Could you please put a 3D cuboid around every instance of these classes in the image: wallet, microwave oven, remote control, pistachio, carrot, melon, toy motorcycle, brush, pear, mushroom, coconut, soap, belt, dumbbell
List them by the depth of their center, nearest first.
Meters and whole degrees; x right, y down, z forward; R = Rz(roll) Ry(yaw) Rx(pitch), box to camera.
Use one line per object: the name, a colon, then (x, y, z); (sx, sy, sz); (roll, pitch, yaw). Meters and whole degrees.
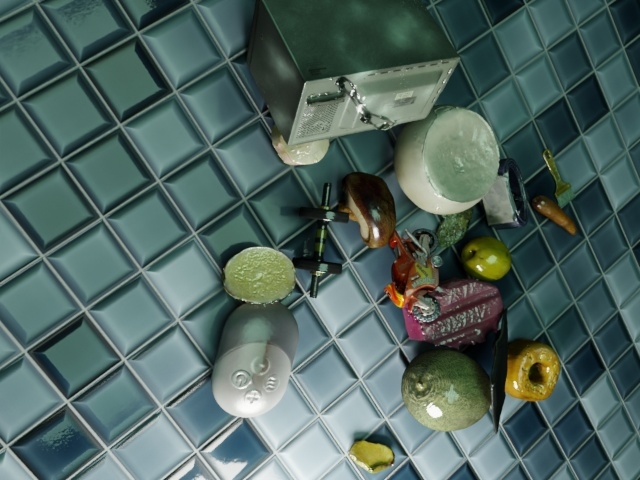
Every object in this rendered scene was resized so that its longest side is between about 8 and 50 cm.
microwave oven: (0.077, -0.459, 1.565); (0.432, 0.236, 0.374); (-15, 64, -22)
coconut: (-0.052, -0.275, 1.646); (0.147, 0.153, 0.147); (-4, 98, -26)
remote control: (-0.178, 0.322, 1.670); (0.221, 0.103, 0.331); (14, 87, -27)
dumbbell: (0.000, 0.000, 1.700); (0.143, 0.143, 0.325); (7, 92, -25)
mushroom: (0.149, -0.091, 1.734); (0.138, 0.194, 0.231); (-31, 117, -18)
toy motorcycle: (0.275, 0.094, 1.804); (0.171, 0.089, 0.297); (1, 66, 4)
melon: (0.389, 0.457, 1.857); (0.329, 0.249, 0.248); (25, 84, -41)
wallet: (0.550, 0.390, 1.864); (0.322, 0.041, 0.247); (-65, 147, -46)
pistachio: (0.152, 0.670, 1.879); (0.173, 0.049, 0.089); (21, 63, -23)
soap: (0.425, 0.224, 1.914); (0.325, 0.127, 0.220); (-15, 97, -18)
pear: (0.530, 0.057, 1.943); (0.162, 0.149, 0.148); (12, 89, -31)
belt: (0.582, -0.147, 1.964); (0.140, 0.126, 0.230); (-28, 106, -44)
carrot: (0.825, -0.086, 2.118); (0.248, 0.059, 0.059); (31, 82, -26)
brush: (0.827, -0.224, 2.128); (0.083, 0.010, 0.218); (-35, 107, -18)

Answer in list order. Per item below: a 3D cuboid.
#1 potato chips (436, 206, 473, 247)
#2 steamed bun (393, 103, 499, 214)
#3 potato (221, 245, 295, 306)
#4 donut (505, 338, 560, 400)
potato chips: (0.407, -0.087, 1.940); (0.202, 0.029, 0.219); (1, 92, -27)
steamed bun: (0.363, -0.238, 1.807); (0.325, 0.206, 0.323); (0, 91, -23)
potato: (-0.168, 0.102, 1.655); (0.201, 0.081, 0.163); (-1, 81, -11)
donut: (0.712, 0.444, 2.079); (0.227, 0.114, 0.226); (-1, 94, -23)
